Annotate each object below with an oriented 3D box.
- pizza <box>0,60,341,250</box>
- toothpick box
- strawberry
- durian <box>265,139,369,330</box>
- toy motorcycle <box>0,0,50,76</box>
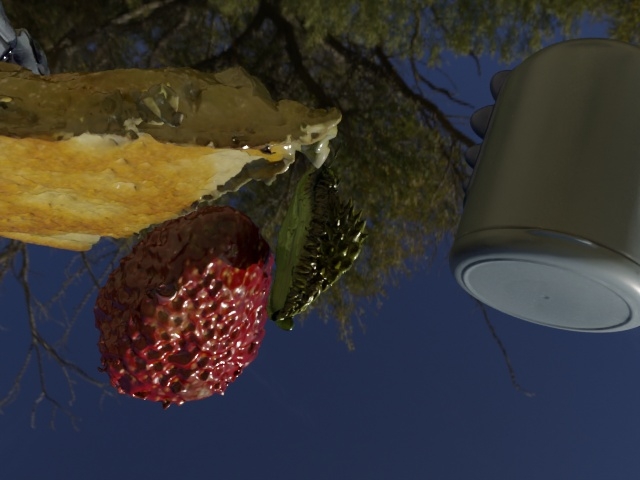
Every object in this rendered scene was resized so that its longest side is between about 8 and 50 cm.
[{"bbox_3d":[-0.127,-0.057,0.414,0.288,0.280,0.075,-6,-104,9],"label":"pizza"},{"bbox_3d":[0.304,-0.092,0.842,0.263,0.263,0.354,15,-111,17],"label":"toothpick box"},{"bbox_3d":[-0.221,0.100,1.067,0.292,0.343,0.292,7,-128,-9],"label":"strawberry"},{"bbox_3d":[-0.003,-0.005,1.045,0.107,0.132,0.375,36,-135,-22],"label":"durian"},{"bbox_3d":[-0.354,-0.164,0.751,0.106,0.270,0.159,-10,-119,-10],"label":"toy motorcycle"}]
